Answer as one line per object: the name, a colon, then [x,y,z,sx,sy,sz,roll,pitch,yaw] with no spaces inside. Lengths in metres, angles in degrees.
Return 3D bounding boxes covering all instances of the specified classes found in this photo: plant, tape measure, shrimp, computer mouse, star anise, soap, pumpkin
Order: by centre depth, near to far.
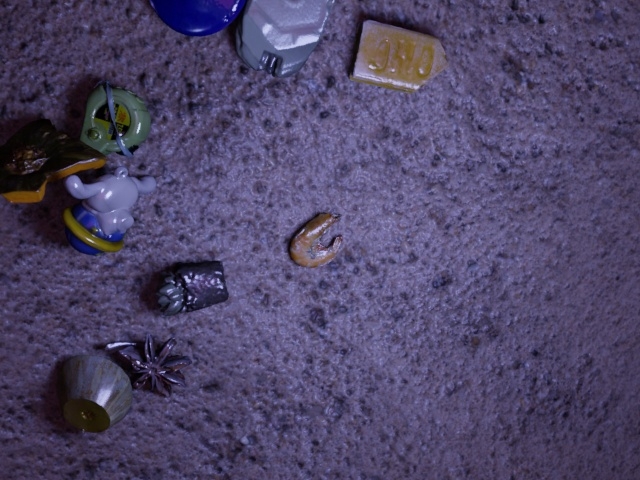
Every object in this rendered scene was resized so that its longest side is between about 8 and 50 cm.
pumpkin: [-0.708,-0.178,1.646,0.290,0.258,0.095,-43,146,-27]
tape measure: [-0.524,-0.304,1.752,0.175,0.106,0.200,11,95,3]
computer mouse: [-0.078,-0.638,1.758,0.228,0.145,0.429,16,107,-18]
pumpkin: [-0.615,0.424,1.816,0.217,0.110,0.217,1,111,2]
plant: [-0.348,0.123,1.831,0.194,0.129,0.132,-12,98,-11]
soap: [0.218,-0.489,1.855,0.257,0.080,0.160,10,97,-10]
star anise: [-0.462,0.330,1.862,0.209,0.089,0.231,-37,102,10]
shrimp: [-0.002,-0.002,1.915,0.187,0.051,0.132,-46,121,5]

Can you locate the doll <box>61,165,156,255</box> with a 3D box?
doll: [-0.544,-0.065,1.686,0.242,0.311,0.159,-35,75,9]

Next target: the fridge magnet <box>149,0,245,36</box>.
fridge magnet: [-0.307,-0.646,1.711,0.265,0.112,0.265,2,100,10]
